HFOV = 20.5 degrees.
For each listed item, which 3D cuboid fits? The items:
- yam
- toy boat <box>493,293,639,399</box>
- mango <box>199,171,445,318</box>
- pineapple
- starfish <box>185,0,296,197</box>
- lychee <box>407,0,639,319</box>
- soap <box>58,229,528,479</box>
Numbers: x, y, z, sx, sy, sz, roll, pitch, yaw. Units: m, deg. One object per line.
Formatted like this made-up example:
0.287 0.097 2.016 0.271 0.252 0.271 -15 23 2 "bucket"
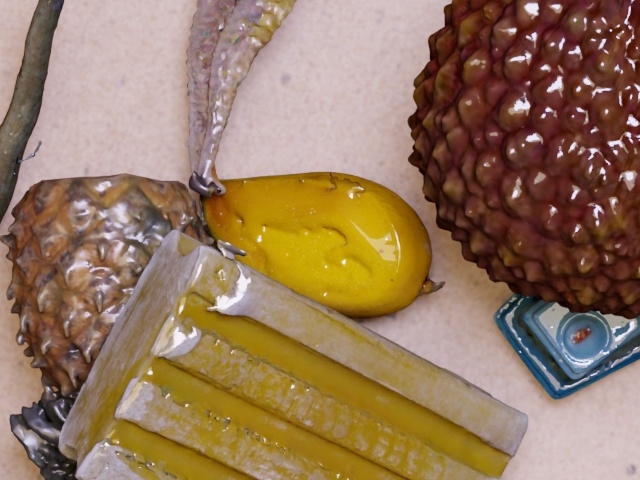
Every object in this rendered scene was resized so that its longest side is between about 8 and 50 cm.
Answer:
-0.219 -0.074 1.269 0.029 0.027 0.234 38 116 37 "yam"
0.231 0.011 1.199 0.238 0.098 0.109 -37 87 5 "toy boat"
0.000 0.000 1.249 0.187 0.066 0.101 14 98 16 "mango"
-0.133 0.110 1.228 0.170 0.141 0.310 -3 89 -2 "pineapple"
-0.061 -0.252 1.190 0.398 0.132 0.384 39 114 1 "starfish"
0.176 -0.098 1.082 0.271 0.271 0.271 0 88 8 "lychee"
-0.013 0.125 1.168 0.274 0.089 0.173 29 89 -25 "soap"
